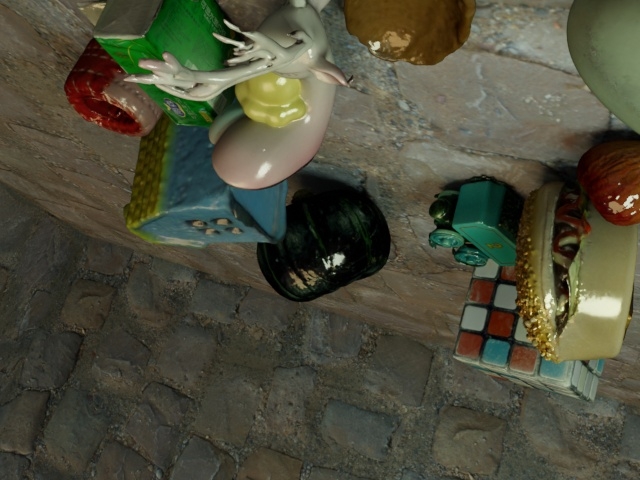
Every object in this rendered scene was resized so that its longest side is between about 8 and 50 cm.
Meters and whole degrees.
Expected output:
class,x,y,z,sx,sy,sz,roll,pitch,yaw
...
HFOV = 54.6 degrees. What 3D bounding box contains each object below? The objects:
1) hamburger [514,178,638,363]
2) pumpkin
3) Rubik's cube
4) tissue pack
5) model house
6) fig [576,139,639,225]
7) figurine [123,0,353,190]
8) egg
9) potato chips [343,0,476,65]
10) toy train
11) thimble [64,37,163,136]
class,x,y,z,sx,sy,sz,roll,pitch,yaw
hamburger,0.401,0.049,0.990,0.170,0.302,0.302,5,160,22
pumpkin,0.000,0.000,1.366,0.315,0.239,0.315,-19,179,0
Rubik's cube,0.476,0.190,1.367,0.256,0.253,0.259,8,167,39
tissue pack,-0.226,-0.284,0.896,0.156,0.148,0.209,11,162,26
model house,-0.235,-0.116,1.191,0.303,0.237,0.215,-3,159,16
fig,0.419,-0.081,0.820,0.119,0.119,0.153,27,162,-22
figurine,-0.093,-0.206,0.764,0.284,0.206,0.316,-3,148,-15
egg,0.343,-0.159,0.526,0.264,0.183,0.183,24,165,11
potato chips,0.103,-0.268,0.713,0.150,0.049,0.202,23,164,7
toy train,0.305,-0.027,1.159,0.203,0.112,0.163,30,157,-37
thimble,-0.366,-0.281,1.134,0.189,0.125,0.163,7,156,42
